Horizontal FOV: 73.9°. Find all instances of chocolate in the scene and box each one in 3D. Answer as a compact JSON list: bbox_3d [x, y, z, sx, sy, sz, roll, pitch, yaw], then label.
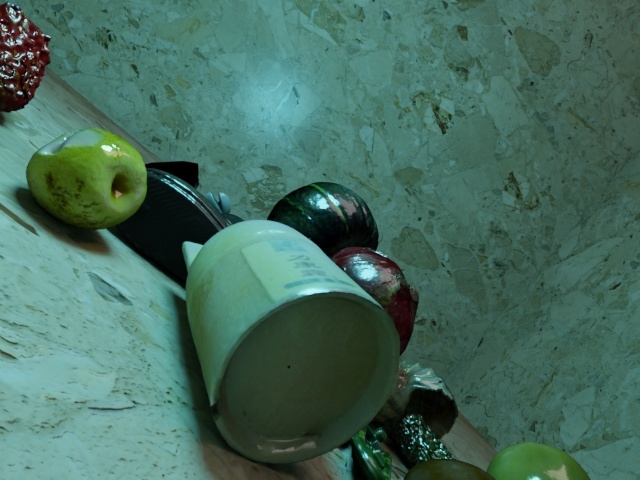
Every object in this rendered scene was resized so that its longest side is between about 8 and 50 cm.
[{"bbox_3d":[-0.443,-0.110,1.201,0.224,0.206,0.177,-120,-154,-64],"label":"chocolate"},{"bbox_3d":[0.188,0.380,0.589,0.176,0.177,0.177,40,-1,1],"label":"chocolate"}]

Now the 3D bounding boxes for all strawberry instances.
[{"bbox_3d":[-0.659,-0.356,0.872,0.178,0.233,0.234,62,6,17],"label":"strawberry"}]

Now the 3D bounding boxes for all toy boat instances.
[{"bbox_3d":[0.085,0.358,0.709,0.104,0.052,0.210,59,3,13],"label":"toy boat"}]

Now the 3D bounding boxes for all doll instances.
[{"bbox_3d":[-0.361,-0.069,1.514,0.195,0.153,0.258,54,-3,10],"label":"doll"}]

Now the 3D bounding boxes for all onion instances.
[{"bbox_3d":[0.096,0.149,0.942,0.276,0.276,0.276,40,-1,1],"label":"onion"}]

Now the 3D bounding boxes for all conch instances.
[{"bbox_3d":[0.206,0.380,1.050,0.291,0.210,0.159,57,7,-31],"label":"conch"}]

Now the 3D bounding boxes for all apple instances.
[{"bbox_3d":[0.538,0.628,1.026,0.262,0.262,0.262,40,-1,1],"label":"apple"}]

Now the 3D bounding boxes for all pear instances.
[{"bbox_3d":[-0.381,-0.103,0.694,0.178,0.178,0.178,40,-1,1],"label":"pear"}]

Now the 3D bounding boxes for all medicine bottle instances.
[{"bbox_3d":[-0.082,0.097,0.654,0.235,0.236,0.406,41,0,-30],"label":"medicine bottle"}]

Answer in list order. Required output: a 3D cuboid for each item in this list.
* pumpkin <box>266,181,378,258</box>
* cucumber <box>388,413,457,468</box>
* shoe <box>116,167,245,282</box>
[{"bbox_3d":[0.000,0.000,1.141,0.241,0.323,0.323,35,-4,44],"label":"pumpkin"},{"bbox_3d":[0.271,0.499,0.827,0.096,0.096,0.359,41,1,-38],"label":"cucumber"},{"bbox_3d":[-0.259,-0.008,0.936,0.384,0.171,0.237,42,6,-14],"label":"shoe"}]
